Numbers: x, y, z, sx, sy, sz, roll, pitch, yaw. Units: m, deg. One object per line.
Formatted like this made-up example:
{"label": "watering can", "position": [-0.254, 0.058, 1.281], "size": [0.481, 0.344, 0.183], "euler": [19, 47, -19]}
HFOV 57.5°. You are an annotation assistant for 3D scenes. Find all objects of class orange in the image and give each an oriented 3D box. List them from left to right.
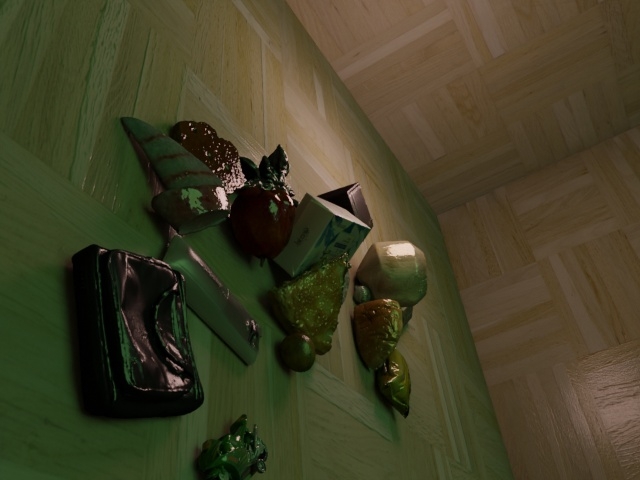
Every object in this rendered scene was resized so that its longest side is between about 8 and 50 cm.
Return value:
{"label": "orange", "position": [-0.052, 0.269, 1.392], "size": [0.095, 0.085, 0.085], "euler": [66, 20, 8]}

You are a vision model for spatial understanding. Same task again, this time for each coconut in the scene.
{"label": "coconut", "position": [0.251, 0.127, 2.092], "size": [0.245, 0.248, 0.244], "euler": [175, -90, -89]}

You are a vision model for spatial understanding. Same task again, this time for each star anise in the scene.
{"label": "star anise", "position": [-0.139, -0.149, 1.622], "size": [0.283, 0.129, 0.212], "euler": [5, 74, -55]}

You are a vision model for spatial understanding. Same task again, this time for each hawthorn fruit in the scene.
{"label": "hawthorn fruit", "position": [-0.146, -0.047, 1.440], "size": [0.173, 0.174, 0.179], "euler": [-83, 172, -55]}

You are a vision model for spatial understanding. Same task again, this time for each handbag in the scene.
{"label": "handbag", "position": [-0.290, 0.149, 0.959], "size": [0.244, 0.088, 0.275], "euler": [32, 36, -61]}

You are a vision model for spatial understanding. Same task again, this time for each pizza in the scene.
{"label": "pizza", "position": [-0.002, 0.143, 1.536], "size": [0.287, 0.075, 0.279], "euler": [-51, 127, -34]}

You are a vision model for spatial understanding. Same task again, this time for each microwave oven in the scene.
{"label": "microwave oven", "position": [0.053, -0.069, 1.895], "size": [0.247, 0.188, 0.177], "euler": [-47, 116, -72]}

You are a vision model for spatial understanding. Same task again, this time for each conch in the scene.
{"label": "conch", "position": [0.147, 0.188, 2.011], "size": [0.085, 0.057, 0.076], "euler": [-83, 155, -54]}

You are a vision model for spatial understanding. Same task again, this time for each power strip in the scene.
{"label": "power strip", "position": [0.325, 0.293, 2.302], "size": [0.268, 0.035, 0.092], "euler": [-16, 113, -69]}

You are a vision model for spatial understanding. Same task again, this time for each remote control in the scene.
{"label": "remote control", "position": [-0.211, 0.123, 1.210], "size": [0.313, 0.055, 0.109], "euler": [53, 23, -29]}

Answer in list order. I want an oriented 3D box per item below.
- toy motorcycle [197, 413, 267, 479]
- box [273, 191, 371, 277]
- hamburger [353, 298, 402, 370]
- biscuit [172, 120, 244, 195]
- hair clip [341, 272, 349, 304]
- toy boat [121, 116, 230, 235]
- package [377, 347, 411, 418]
{"label": "toy motorcycle", "position": [-0.158, 0.385, 1.034], "size": [0.106, 0.074, 0.190], "euler": [57, 20, 4]}
{"label": "box", "position": [0.002, 0.002, 1.625], "size": [0.116, 0.203, 0.274], "euler": [39, 9, 25]}
{"label": "hamburger", "position": [0.184, 0.294, 1.861], "size": [0.135, 0.155, 0.207], "euler": [47, 34, -30]}
{"label": "biscuit", "position": [-0.280, -0.197, 1.421], "size": [0.208, 0.041, 0.290], "euler": [60, 24, -6]}
{"label": "hair clip", "position": [0.070, 0.123, 1.920], "size": [0.066, 0.036, 0.229], "euler": [44, 28, -29]}
{"label": "toy boat", "position": [-0.312, -0.152, 1.238], "size": [0.282, 0.096, 0.206], "euler": [53, 37, 8]}
{"label": "package", "position": [0.240, 0.443, 1.894], "size": [0.168, 0.090, 0.226], "euler": [57, 24, -29]}
